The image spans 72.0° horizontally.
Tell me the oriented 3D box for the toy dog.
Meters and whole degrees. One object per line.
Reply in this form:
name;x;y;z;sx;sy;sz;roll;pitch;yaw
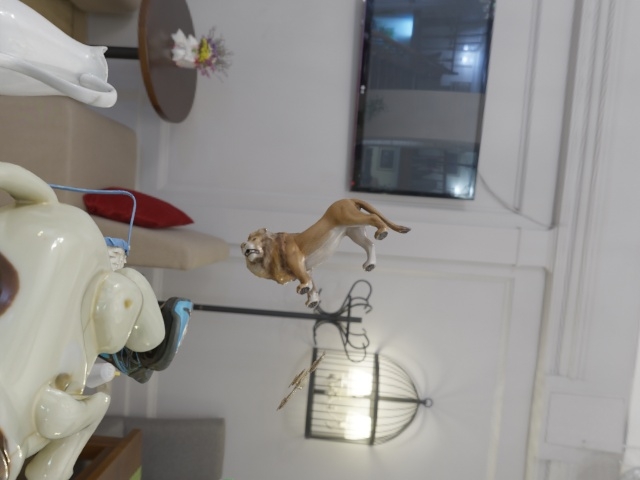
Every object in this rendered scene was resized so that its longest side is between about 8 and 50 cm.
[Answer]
toy dog;-0.384;0.148;0.516;0.407;0.285;0.395;-84;-169;-57

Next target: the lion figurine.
lion figurine;0.000;0.000;1.074;0.240;0.392;0.142;63;5;38

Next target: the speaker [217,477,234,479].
speaker;-0.292;0.560;0.818;0.131;0.297;0.131;43;-41;53

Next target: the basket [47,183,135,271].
basket;-0.612;0.006;1.103;0.201;0.255;0.288;163;-70;-70

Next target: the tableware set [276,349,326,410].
tableware set;-0.049;0.352;1.117;0.168;0.020;0.141;-51;176;30

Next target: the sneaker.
sneaker;-0.379;0.208;0.927;0.341;0.140;0.125;-43;-156;39

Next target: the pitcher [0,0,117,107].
pitcher;-0.382;-0.237;0.571;0.178;0.207;0.125;44;-65;42

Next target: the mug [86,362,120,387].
mug;-0.576;0.349;1.166;0.078;0.064;0.062;-41;112;-71
